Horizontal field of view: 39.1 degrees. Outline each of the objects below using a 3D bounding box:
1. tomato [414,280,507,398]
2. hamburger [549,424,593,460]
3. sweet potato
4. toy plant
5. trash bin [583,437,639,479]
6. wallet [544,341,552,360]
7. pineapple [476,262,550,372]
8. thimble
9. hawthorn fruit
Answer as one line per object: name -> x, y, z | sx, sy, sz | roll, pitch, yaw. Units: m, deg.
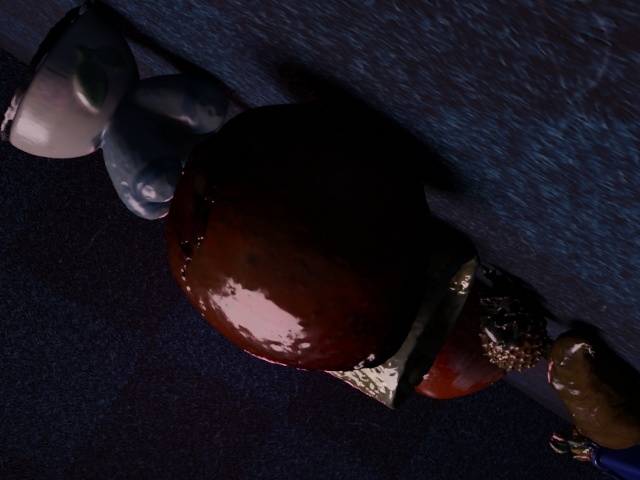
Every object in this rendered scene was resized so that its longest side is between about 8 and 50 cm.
tomato -> 0.195, 0.184, 1.617 | 0.308, 0.170, 0.309 | 10, 141, 8
hamburger -> 0.748, 0.501, 2.363 | 0.275, 0.151, 0.260 | 10, -179, 37
sweet potato -> 0.448, 0.238, 1.469 | 0.130, 0.130, 0.423 | 29, 166, 44
toy plant -> -0.255, -0.162, 1.298 | 0.332, 0.247, 0.247 | 31, 176, -8
trash bin -> 0.652, 0.410, 1.739 | 0.184, 0.163, 0.234 | 34, 171, -23
wallet -> 0.452, 0.218, 1.806 | 0.285, 0.030, 0.146 | 35, 172, -17
pineapple -> 0.297, 0.122, 1.393 | 0.125, 0.125, 0.251 | 30, 165, 28
thimble -> 0.110, 0.100, 1.329 | 0.150, 0.271, 0.271 | 28, 175, 17
hawthorn fruit -> -0.013, 0.003, 0.975 | 0.315, 0.316, 0.316 | 32, 176, 2
